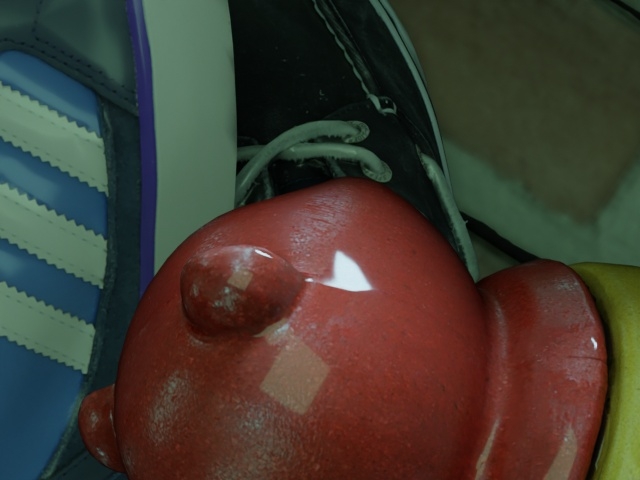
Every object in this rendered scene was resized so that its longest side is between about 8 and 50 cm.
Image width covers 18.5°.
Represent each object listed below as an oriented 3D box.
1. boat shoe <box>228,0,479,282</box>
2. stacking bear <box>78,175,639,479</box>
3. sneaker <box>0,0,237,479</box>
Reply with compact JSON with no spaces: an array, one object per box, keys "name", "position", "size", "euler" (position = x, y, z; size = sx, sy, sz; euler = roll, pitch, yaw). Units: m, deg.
[{"name":"boat shoe","position":[0.000,0.000,0.688],"size":[0.108,0.102,0.301],"euler":[-15,77,0]},{"name":"stacking bear","position":[0.079,0.070,0.567],"size":[0.289,0.175,0.164],"euler":[21,56,-16]},{"name":"sneaker","position":[-0.156,-0.007,0.624],"size":[0.236,0.130,0.322],"euler":[-7,101,-21]}]
